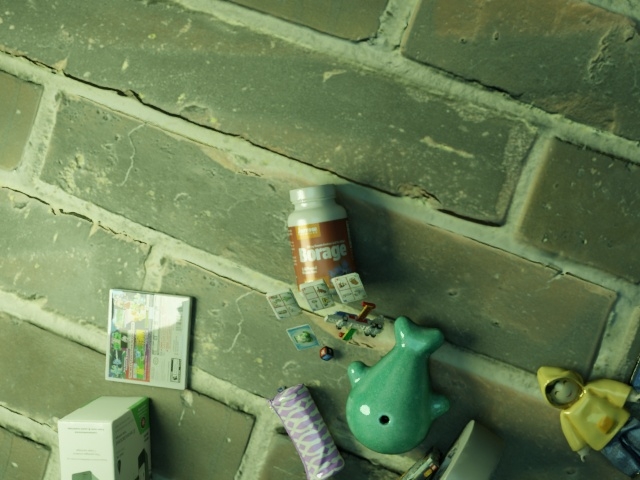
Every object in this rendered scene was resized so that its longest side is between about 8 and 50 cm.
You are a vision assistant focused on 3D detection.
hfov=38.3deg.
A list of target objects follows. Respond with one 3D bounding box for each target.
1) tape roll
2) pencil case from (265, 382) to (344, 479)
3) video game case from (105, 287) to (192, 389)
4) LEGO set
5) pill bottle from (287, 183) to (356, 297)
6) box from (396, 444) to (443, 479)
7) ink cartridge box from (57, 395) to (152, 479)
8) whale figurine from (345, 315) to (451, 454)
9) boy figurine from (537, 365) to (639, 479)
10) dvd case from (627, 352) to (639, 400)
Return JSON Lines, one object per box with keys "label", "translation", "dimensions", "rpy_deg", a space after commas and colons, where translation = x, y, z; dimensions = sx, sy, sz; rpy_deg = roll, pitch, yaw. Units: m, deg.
{"label": "tape roll", "translation": [0.263, 0.453, 1.757], "dimensions": [0.072, 0.219, 0.219], "rpy_deg": [32, 100, 7]}
{"label": "pencil case", "translation": [-0.029, 0.391, 1.879], "dimensions": [0.088, 0.086, 0.206], "rpy_deg": [-27, 86, -22]}
{"label": "video game case", "translation": [-0.367, 0.209, 1.970], "dimensions": [0.183, 0.023, 0.201], "rpy_deg": [5, 96, 11]}
{"label": "LEGO set", "translation": [0.018, 0.145, 1.810], "dimensions": [0.182, 0.060, 0.244], "rpy_deg": [-15, 136, 10]}
{"label": "pill bottle", "translation": [0.000, 0.000, 1.828], "dimensions": [0.121, 0.121, 0.216], "rpy_deg": [-9, 92, 12]}
{"label": "box", "translation": [0.185, 0.474, 1.839], "dimensions": [0.027, 0.094, 0.137], "rpy_deg": [45, 102, 5]}
{"label": "ink cartridge box", "translation": [-0.438, 0.487, 1.910], "dimensions": [0.121, 0.211, 0.289], "rpy_deg": [-1, 95, 10]}
{"label": "whale figurine", "translation": [0.152, 0.290, 1.808], "dimensions": [0.216, 0.141, 0.272], "rpy_deg": [22, 98, 10]}
{"label": "boy figurine", "translation": [0.537, 0.336, 1.759], "dimensions": [0.285, 0.092, 0.177], "rpy_deg": [44, 107, 3]}
{"label": "dvd case", "translation": [0.708, 0.210, 1.749], "dimensions": [0.180, 0.022, 0.253], "rpy_deg": [20, 98, 10]}
